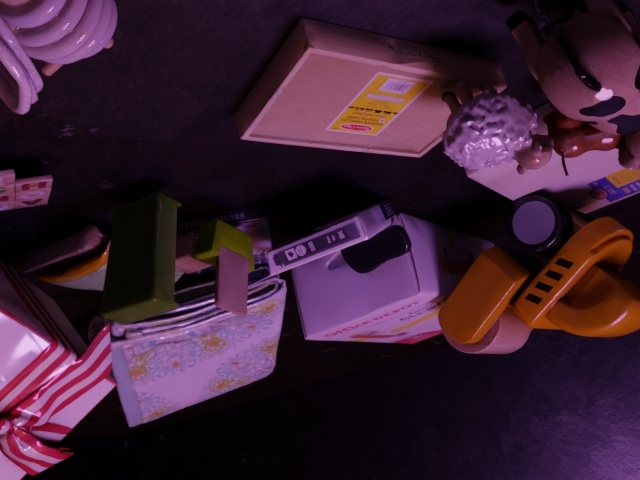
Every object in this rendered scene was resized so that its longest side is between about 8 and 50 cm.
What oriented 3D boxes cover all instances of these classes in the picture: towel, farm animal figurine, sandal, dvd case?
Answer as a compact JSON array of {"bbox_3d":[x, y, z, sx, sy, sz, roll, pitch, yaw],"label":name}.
[{"bbox_3d":[-0.228,0.208,1.214,0.321,0.090,0.374,-14,146,-20],"label":"towel"},{"bbox_3d":[0.329,-0.159,0.631,0.327,0.172,0.330,-1,149,-30],"label":"farm animal figurine"},{"bbox_3d":[0.098,0.012,1.089,0.040,0.067,0.179,-28,-176,-36],"label":"sandal"},{"bbox_3d":[-0.169,0.014,1.074,0.179,0.029,0.238,-10,159,-6],"label":"dvd case"}]

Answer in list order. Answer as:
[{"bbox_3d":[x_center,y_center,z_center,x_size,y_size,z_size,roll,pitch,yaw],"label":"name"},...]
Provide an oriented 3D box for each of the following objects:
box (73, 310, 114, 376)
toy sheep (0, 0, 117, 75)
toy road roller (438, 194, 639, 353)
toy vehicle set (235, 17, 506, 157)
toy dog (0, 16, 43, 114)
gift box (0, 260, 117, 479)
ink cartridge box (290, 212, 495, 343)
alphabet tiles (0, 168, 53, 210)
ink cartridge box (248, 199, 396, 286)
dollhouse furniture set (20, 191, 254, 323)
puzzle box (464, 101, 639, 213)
[{"bbox_3d":[-0.403,0.251,1.484,0.318,0.097,0.395,-26,157,34],"label":"box"},{"bbox_3d":[-0.197,-0.171,0.476,0.091,0.091,0.132,-17,174,12],"label":"toy sheep"},{"bbox_3d":[0.386,0.100,1.073,0.203,0.240,0.329,11,120,-47],"label":"toy road roller"},{"bbox_3d":[0.058,-0.159,0.729,0.267,0.035,0.166,1,156,-33],"label":"toy vehicle set"},{"bbox_3d":[-0.300,-0.157,0.293,0.161,0.220,0.333,-49,162,-21],"label":"toy dog"},{"bbox_3d":[-0.430,0.145,0.803,0.276,0.258,0.255,-48,141,-6],"label":"gift box"},{"bbox_3d":[0.170,0.096,1.306,0.279,0.160,0.385,-27,155,34],"label":"ink cartridge box"},{"bbox_3d":[-0.428,-0.038,0.721,0.237,0.009,0.198,-12,174,-27],"label":"alphabet tiles"},{"bbox_3d":[0.000,0.000,1.007,0.208,0.045,0.206,-23,-178,20],"label":"ink cartridge box"},{"bbox_3d":[-0.269,0.072,0.927,0.302,0.151,0.197,-17,152,29],"label":"dollhouse furniture set"},{"bbox_3d":[0.427,-0.130,1.007,0.272,0.052,0.409,-26,157,31],"label":"puzzle box"}]
